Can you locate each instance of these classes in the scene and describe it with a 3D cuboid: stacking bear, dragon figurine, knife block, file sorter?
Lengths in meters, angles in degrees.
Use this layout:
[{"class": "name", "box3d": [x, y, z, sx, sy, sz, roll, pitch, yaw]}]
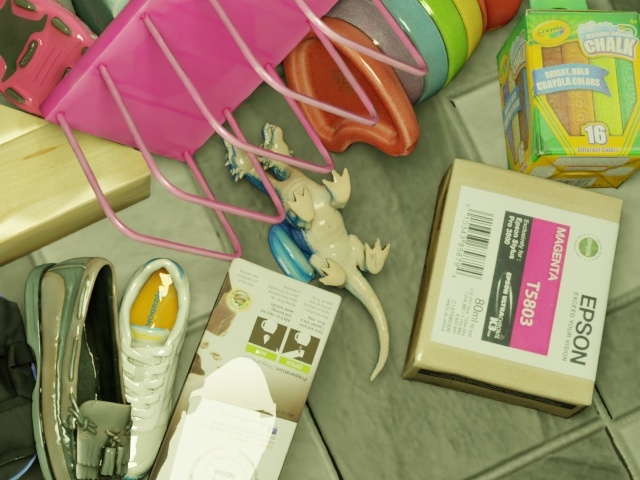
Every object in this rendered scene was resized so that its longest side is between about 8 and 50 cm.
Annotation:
[{"class": "stacking bear", "box3d": [0.112, -0.238, 1.586, 0.289, 0.175, 0.164, -40, 117, -27]}, {"class": "dragon figurine", "box3d": [0.000, 0.000, 1.543, 0.085, 0.144, 0.289, -33, 101, -16]}, {"class": "knife block", "box3d": [-0.337, -0.012, 1.504, 0.276, 0.088, 0.242, 18, 74, -2]}, {"class": "file sorter", "box3d": [-0.076, -0.139, 1.385, 0.291, 0.202, 0.182, -44, 58, 22]}]

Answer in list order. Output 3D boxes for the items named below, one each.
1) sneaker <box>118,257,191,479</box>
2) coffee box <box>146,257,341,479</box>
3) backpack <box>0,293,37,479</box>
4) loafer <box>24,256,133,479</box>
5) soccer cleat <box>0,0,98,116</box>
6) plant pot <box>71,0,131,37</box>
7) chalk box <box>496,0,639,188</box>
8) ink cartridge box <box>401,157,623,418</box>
[{"class": "sneaker", "box3d": [-0.185, 0.127, 1.483, 0.087, 0.092, 0.228, 9, 75, -6]}, {"class": "coffee box", "box3d": [-0.089, 0.188, 1.440, 0.119, 0.168, 0.297, 20, 73, -1]}, {"class": "backpack", "box3d": [-0.399, 0.153, 1.376, 0.263, 0.213, 0.276, -3, 82, -44]}, {"class": "loafer", "box3d": [-0.223, 0.145, 1.410, 0.084, 0.096, 0.267, -16, 80, 26]}, {"class": "soccer cleat", "box3d": [-0.340, -0.228, 1.528, 0.331, 0.143, 0.116, 28, 103, 6]}, {"class": "plant pot", "box3d": [-0.162, -0.312, 1.534, 0.247, 0.248, 0.252, -35, 65, -14]}, {"class": "chalk box", "box3d": [0.274, -0.174, 1.599, 0.132, 0.132, 0.213, -2, 75, -8]}, {"class": "ink cartridge box", "box3d": [0.205, 0.050, 1.555, 0.193, 0.088, 0.234, 13, 73, -2]}]
